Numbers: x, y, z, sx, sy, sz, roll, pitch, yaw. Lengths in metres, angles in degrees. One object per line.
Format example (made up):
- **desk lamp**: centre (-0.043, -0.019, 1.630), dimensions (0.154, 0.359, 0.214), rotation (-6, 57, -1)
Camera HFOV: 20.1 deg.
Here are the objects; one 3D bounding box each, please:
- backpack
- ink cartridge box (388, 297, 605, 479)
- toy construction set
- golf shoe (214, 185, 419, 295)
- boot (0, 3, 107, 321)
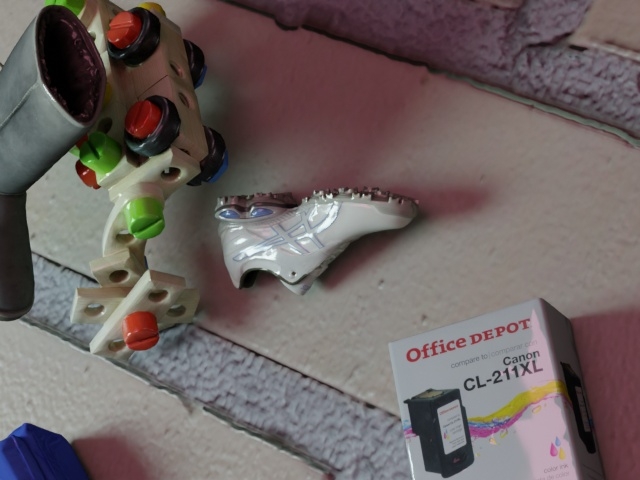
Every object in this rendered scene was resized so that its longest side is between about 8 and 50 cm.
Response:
- **backpack**: centre (-0.256, 0.215, 1.461), dimensions (0.120, 0.101, 0.098), rotation (-40, 54, 12)
- **ink cartridge box**: centre (0.130, 0.145, 1.318), dimensions (0.127, 0.072, 0.175), rotation (-18, 67, 20)
- **toy construction set**: centre (-0.180, -0.073, 1.483), dimensions (0.215, 0.151, 0.328), rotation (-35, 62, 23)
- **golf shoe**: centre (0.000, 0.000, 1.443), dimensions (0.176, 0.069, 0.086), rotation (-5, 88, 30)
- **boot**: centre (-0.223, -0.055, 1.395), dimensions (0.208, 0.076, 0.190), rotation (-29, 79, 43)
